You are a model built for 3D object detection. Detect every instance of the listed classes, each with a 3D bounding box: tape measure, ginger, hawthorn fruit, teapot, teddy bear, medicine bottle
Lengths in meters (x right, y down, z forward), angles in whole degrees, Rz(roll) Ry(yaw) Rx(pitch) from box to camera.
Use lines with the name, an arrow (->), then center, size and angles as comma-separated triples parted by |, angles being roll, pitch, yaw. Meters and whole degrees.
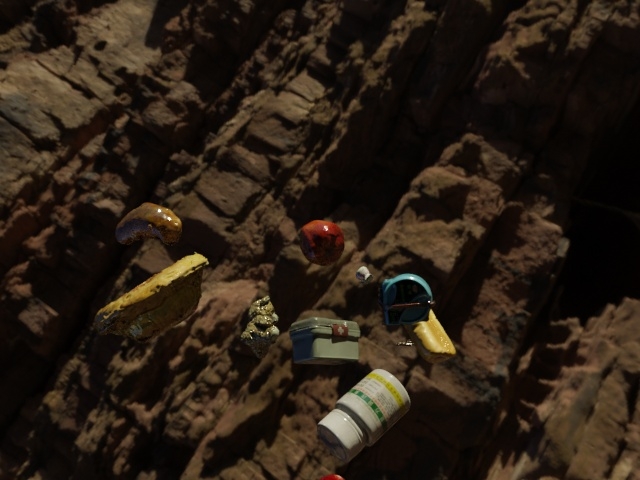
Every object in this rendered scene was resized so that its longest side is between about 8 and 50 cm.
tape measure -> 0.220, 0.151, 1.389 | 0.081, 0.146, 0.125 | -20, -75, -78
ginger -> -0.699, -0.064, 2.219 | 0.165, 0.322, 0.172 | 38, -124, -55
hawthorn fruit -> 0.006, 0.009, 1.992 | 0.173, 0.173, 0.179 | -54, 20, -19
teapot -> 0.197, 0.165, 2.426 | 0.064, 0.064, 0.083 | -20, -44, -36
teddy bear -> -0.279, 0.397, 2.559 | 0.267, 0.156, 0.256 | 120, 165, -48
medicine bottle -> 0.166, 0.678, 2.097 | 0.340, 0.208, 0.208 | -32, -31, -31

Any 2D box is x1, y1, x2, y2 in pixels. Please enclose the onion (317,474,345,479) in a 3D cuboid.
onion -> 0.030, 0.718, 1.504 | 0.131, 0.131, 0.131 | -51, -21, -27

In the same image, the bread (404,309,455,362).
bread -> 0.341, 0.284, 1.858 | 0.142, 0.305, 0.091 | 3, -43, -36

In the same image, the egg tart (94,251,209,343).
egg tart -> -0.545, 0.214, 1.842 | 0.443, 0.178, 0.443 | -34, 2, 1

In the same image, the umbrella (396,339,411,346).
umbrella -> 0.384, 0.470, 2.455 | 0.020, 0.083, 0.031 | -107, 17, -72

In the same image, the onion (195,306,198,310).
onion -> -0.726, 0.319, 2.406 | 0.280, 0.314, 0.146 | -23, -51, -39

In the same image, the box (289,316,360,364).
box -> 0.015, 0.315, 1.675 | 0.210, 0.148, 0.129 | 13, -114, -40
